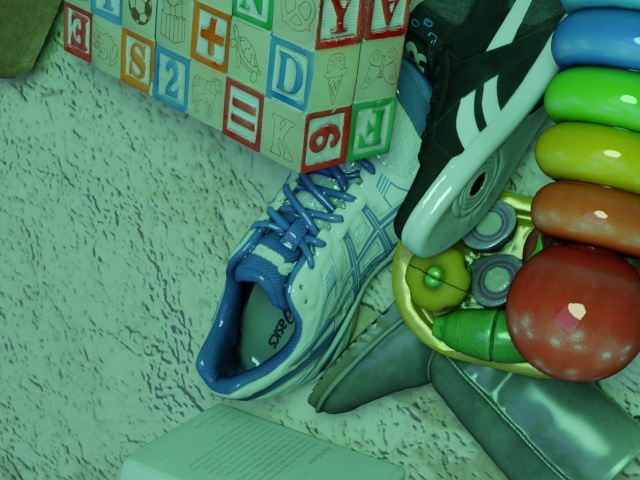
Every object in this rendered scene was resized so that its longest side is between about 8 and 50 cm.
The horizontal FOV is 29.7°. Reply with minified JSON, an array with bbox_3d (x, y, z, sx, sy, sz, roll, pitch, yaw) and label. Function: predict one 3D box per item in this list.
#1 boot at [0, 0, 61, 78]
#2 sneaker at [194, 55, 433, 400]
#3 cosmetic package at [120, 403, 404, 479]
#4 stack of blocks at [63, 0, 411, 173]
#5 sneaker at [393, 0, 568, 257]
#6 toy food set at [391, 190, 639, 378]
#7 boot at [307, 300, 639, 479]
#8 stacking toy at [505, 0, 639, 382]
[{"bbox_3d":[-0.254,-0.286,1.024,0.115,0.112,0.305,18,104,-9],"label":"boot"},{"bbox_3d":[0.000,0.000,0.912,0.112,0.131,0.296,28,109,21],"label":"sneaker"},{"bbox_3d":[-0.051,0.245,0.966,0.183,0.151,0.151,15,106,23],"label":"cosmetic package"},{"bbox_3d":[-0.072,-0.183,0.871,0.297,0.087,0.171,29,123,40],"label":"stack of blocks"},{"bbox_3d":[0.089,-0.096,0.847,0.121,0.079,0.217,32,74,23],"label":"sneaker"},{"bbox_3d":[0.153,0.031,0.839,0.217,0.071,0.128,11,87,12],"label":"toy food set"},{"bbox_3d":[0.115,0.135,0.918,0.208,0.076,0.189,47,114,5],"label":"boot"},{"bbox_3d":[0.190,-0.073,0.759,0.141,0.141,0.330,15,91,23],"label":"stacking toy"}]
